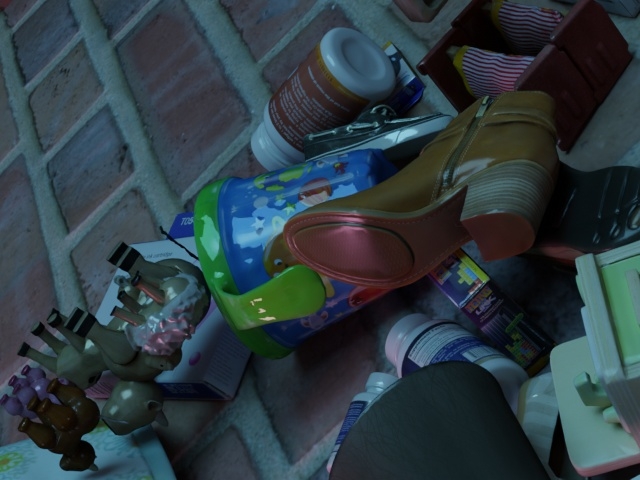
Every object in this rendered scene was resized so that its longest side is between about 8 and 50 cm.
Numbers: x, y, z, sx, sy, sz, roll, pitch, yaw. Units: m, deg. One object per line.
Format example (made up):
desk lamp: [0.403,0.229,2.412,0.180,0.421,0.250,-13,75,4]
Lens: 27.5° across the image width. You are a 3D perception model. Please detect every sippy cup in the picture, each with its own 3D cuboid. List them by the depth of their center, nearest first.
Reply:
sippy cup: [0.000,0.000,1.589,0.224,0.240,0.305,-22,51,19]

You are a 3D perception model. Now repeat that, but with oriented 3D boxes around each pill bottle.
pill bottle: [0.140,0.140,1.391,0.094,0.094,0.169,-51,34,-2]
pill bottle: [0.057,0.210,1.442,0.067,0.067,0.120,-5,54,46]
pill bottle: [-0.003,-0.184,1.815,0.216,0.121,0.121,-44,31,38]

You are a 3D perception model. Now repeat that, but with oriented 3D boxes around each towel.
towel: [-0.329,0.333,1.567,0.321,0.090,0.374,-12,20,-15]

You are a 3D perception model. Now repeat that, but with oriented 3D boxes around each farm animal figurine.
farm animal figurine: [-0.247,0.146,1.648,0.326,0.172,0.330,-52,20,8]

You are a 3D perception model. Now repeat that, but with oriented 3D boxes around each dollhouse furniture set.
dollhouse furniture set: [0.171,-0.292,1.526,0.152,0.374,0.201,-52,32,-10]

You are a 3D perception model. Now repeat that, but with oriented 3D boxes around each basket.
basket: [0.123,0.237,1.119,0.204,0.154,0.227,-51,26,6]

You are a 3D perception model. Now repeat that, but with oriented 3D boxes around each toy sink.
toy sink: [0.308,0.088,1.171,0.234,0.131,0.152,-20,42,17]

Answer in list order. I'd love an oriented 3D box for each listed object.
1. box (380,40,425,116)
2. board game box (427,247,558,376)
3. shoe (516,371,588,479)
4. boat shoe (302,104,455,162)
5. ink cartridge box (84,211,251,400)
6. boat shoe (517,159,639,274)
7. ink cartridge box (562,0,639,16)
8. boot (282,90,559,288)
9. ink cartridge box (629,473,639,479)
box: [0.096,-0.221,1.847,0.081,0.028,0.136,-42,33,12]
board game box: [0.165,0.054,1.403,0.048,0.141,0.170,-46,33,5]
shoe: [0.218,0.215,1.245,0.058,0.076,0.219,-27,38,38]
boat shoe: [0.073,-0.140,1.710,0.219,0.078,0.070,-15,78,24]
ink cartridge box: [-0.189,0.069,1.860,0.324,0.071,0.330,-7,54,46]
boat shoe: [0.271,-0.013,1.370,0.122,0.120,0.324,-60,26,-3]
ink cartridge box: [0.381,-0.399,1.675,0.223,0.045,0.224,-53,34,-4]
boot: [0.112,-0.068,1.372,0.283,0.109,0.220,-13,36,28]
ink cartridge box: [0.325,0.301,1.004,0.207,0.117,0.283,-36,36,21]
